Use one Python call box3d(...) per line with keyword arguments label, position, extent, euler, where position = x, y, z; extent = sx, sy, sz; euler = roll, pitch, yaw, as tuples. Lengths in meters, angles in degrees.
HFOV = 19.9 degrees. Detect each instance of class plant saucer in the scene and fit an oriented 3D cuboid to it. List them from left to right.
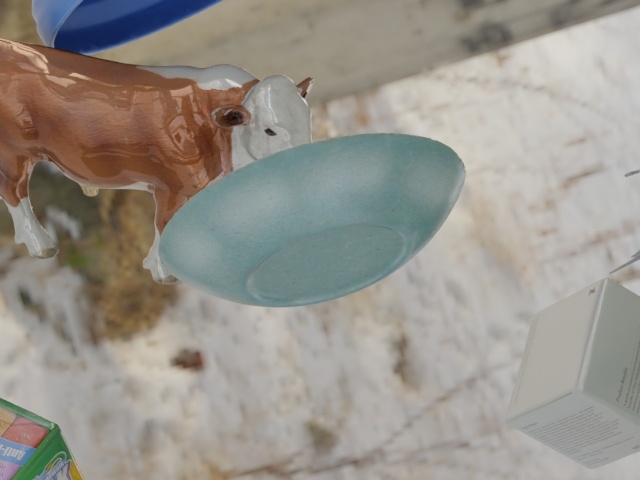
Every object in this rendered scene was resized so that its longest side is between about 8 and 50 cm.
box3d(label="plant saucer", position=(0.000, 0.000, 1.107), extent=(0.195, 0.195, 0.037), euler=(45, 25, -62))

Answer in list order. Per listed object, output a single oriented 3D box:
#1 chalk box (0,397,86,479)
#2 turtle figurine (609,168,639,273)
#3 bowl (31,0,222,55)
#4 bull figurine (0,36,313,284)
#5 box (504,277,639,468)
box3d(label="chalk box", position=(-0.254, 0.186, 1.286), extent=(0.132, 0.132, 0.213), euler=(-51, 148, -29))
box3d(label="turtle figurine", position=(0.396, -0.032, 1.785), extent=(0.118, 0.234, 0.175), euler=(47, 28, -28))
box3d(label="bowl", position=(-0.070, -0.281, 1.490), extent=(0.077, 0.391, 0.391), euler=(60, 14, 1))
box3d(label="bull figurine", position=(-0.141, -0.069, 1.422), extent=(0.101, 0.310, 0.188), euler=(-52, 153, -57))
box3d(label="box", position=(0.208, 0.101, 1.366), extent=(0.087, 0.102, 0.101), euler=(30, 59, -18))
